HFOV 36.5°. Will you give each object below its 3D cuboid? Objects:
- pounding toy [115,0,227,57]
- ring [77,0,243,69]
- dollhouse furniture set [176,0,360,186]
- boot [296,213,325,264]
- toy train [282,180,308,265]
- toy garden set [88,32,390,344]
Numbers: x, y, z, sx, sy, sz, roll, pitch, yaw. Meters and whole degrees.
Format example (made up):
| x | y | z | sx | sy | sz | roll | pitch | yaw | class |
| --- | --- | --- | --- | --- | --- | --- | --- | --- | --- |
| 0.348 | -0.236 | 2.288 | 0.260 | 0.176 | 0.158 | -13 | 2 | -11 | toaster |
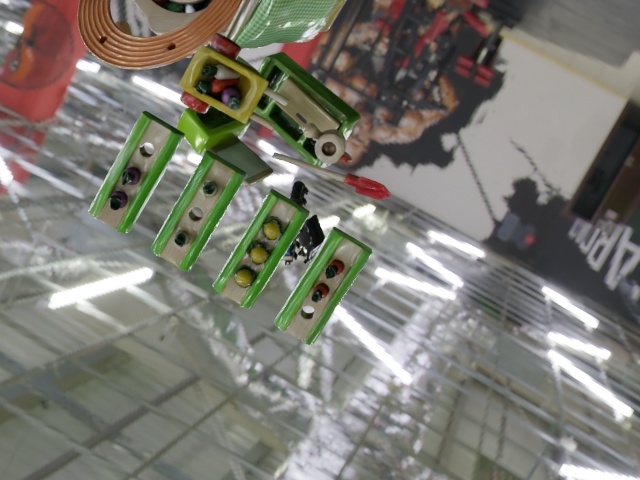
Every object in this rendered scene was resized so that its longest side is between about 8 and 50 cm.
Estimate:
| x | y | z | sx | sy | sz | roll | pitch | yaw | class |
| --- | --- | --- | --- | --- | --- | --- | --- | --- | --- |
| -0.240 | -0.415 | 1.688 | 0.269 | 0.154 | 0.155 | -11 | 173 | 3 | pounding toy |
| -0.243 | -0.413 | 1.581 | 0.336 | 0.336 | 0.032 | 34 | 171 | 33 | ring |
| -0.022 | -0.222 | 1.224 | 0.151 | 0.301 | 0.197 | 44 | -143 | 12 | dollhouse furniture set |
| 0.001 | 0.000 | 1.623 | 0.045 | 0.121 | 0.099 | 2 | -130 | -28 | boot |
| -0.045 | -0.031 | 1.620 | 0.027 | 0.158 | 0.036 | -3 | 149 | 21 | toy train |
| -0.060 | -0.044 | 0.870 | 0.244 | 0.204 | 0.049 | 31 | -166 | -5 | toy garden set |
